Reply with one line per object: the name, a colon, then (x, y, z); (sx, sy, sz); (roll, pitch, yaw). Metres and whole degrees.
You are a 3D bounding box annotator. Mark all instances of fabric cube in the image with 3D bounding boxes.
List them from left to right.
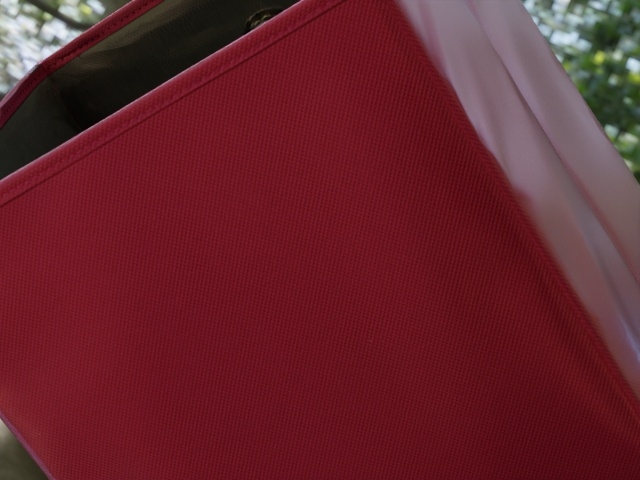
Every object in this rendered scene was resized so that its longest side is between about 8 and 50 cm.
fabric cube: (0.000, 0.000, 0.803); (0.254, 0.259, 0.258); (-30, -72, 20)
